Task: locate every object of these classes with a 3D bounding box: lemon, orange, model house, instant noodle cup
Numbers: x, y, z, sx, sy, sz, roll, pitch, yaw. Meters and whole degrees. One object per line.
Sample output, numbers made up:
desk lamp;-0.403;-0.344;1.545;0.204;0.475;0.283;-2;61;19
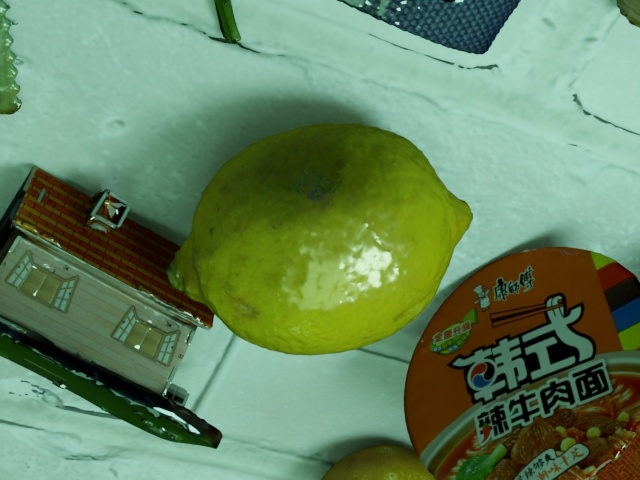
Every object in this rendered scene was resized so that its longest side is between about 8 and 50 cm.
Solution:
lemon;0.000;0.000;0.906;0.256;0.188;0.188;-14;129;-4
orange;0.069;0.297;1.187;0.158;0.136;0.159;-4;127;-5
model house;-0.207;0.051;0.984;0.293;0.154;0.207;31;164;-17
instant noodle cup;0.232;0.158;1.031;0.250;0.250;0.192;-32;133;20

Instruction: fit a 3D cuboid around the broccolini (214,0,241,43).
broccolini;-0.075;-0.241;0.807;0.044;0.042;0.218;10;138;22

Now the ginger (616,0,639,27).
ginger;0.344;-0.246;0.803;0.290;0.084;0.122;-38;129;24

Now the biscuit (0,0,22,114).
biscuit;-0.305;-0.179;0.843;0.144;0.016;0.203;0;130;-5

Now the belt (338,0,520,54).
belt;0.047;-0.229;0.764;0.230;0.140;0.126;21;119;-19
